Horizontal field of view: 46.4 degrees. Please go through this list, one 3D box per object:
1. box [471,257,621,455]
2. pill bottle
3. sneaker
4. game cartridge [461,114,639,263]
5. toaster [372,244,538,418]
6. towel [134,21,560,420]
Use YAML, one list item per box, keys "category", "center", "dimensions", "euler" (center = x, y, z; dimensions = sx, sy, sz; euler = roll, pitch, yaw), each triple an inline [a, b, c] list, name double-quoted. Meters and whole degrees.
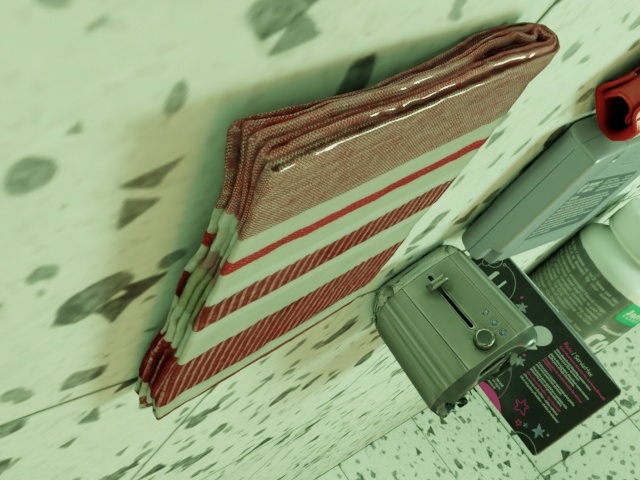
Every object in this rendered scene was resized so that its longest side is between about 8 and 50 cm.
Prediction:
- category: "box"
  center: [0.275, 0.146, 1.032]
  dimensions: [0.142, 0.247, 0.163]
  euler: [-39, 162, 9]
- category: "pill bottle"
  center: [0.530, 0.097, 1.458]
  dimensions: [0.204, 0.204, 0.361]
  euler: [-11, 149, -54]
- category: "sneaker"
  center: [0.332, -0.156, 0.656]
  dimensions: [0.128, 0.087, 0.221]
  euler: [-27, 159, -31]
- category: "game cartridge"
  center: [0.298, -0.068, 0.866]
  dimensions: [0.196, 0.060, 0.294]
  euler: [-44, 161, 33]
- category: "toaster"
  center: [0.143, 0.105, 0.849]
  dimensions: [0.129, 0.146, 0.227]
  euler: [-33, 161, -9]
- category: "towel"
  center: [0.000, 0.000, 0.510]
  dimensions: [0.237, 0.037, 0.329]
  euler: [-26, 161, -35]
